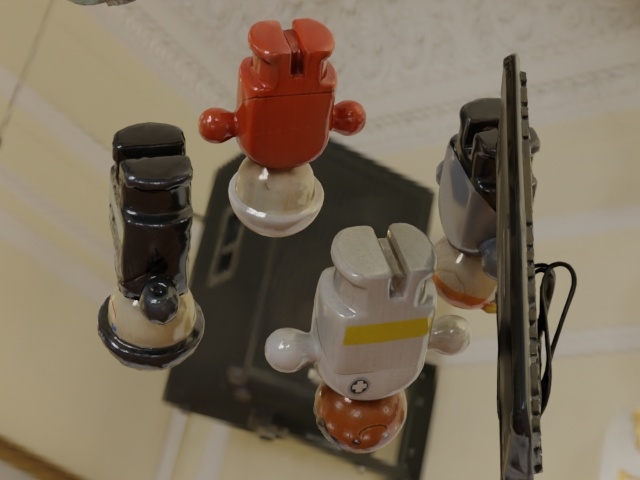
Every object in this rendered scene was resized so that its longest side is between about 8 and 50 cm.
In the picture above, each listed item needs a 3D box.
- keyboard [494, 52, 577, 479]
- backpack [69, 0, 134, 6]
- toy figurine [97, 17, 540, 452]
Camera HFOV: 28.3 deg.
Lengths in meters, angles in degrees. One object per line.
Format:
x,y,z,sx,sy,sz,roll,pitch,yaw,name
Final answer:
0.096,0.017,0.555,0.038,0.192,0.100,2,-34,5,keyboard
-0.050,-0.168,0.400,0.188,0.166,0.144,-9,-22,25,backpack
0.000,0.000,0.698,0.209,0.213,0.148,23,-47,17,toy figurine
